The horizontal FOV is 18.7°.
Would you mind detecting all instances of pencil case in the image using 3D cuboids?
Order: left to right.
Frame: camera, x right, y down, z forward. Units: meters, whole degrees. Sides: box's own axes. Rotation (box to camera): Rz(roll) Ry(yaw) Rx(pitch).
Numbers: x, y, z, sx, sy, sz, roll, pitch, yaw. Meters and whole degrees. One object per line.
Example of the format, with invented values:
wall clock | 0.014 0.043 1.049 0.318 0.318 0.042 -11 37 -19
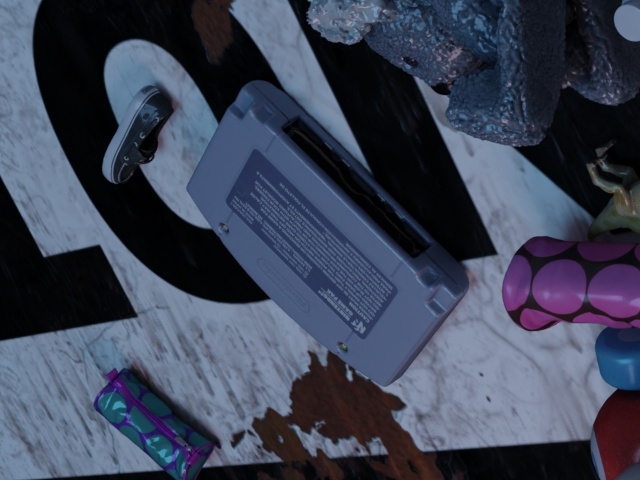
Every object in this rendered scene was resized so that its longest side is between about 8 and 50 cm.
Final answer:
pencil case | -0.193 0.216 2.261 0.152 0.064 0.070 38 155 16
pencil case | 0.265 0.047 1.653 0.209 0.095 0.098 7 138 37

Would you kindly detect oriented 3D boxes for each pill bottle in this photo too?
pill bottle | 0.260 -0.184 1.495 0.043 0.083 0.043 25 133 30

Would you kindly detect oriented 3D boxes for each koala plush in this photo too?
koala plush | 0.118 -0.193 1.563 0.221 0.196 0.203 5 110 43

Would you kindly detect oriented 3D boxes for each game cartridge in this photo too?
game cartridge | 0.000 0.000 1.918 0.294 0.060 0.196 45 137 10

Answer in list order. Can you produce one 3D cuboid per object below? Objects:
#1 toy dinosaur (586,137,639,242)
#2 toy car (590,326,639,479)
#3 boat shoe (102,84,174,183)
toy dinosaur | 0.260 -0.037 1.631 0.183 0.053 0.092 -24 102 50
toy car | 0.288 0.219 1.648 0.210 0.238 0.219 8 123 41
boat shoe | -0.191 -0.102 2.033 0.040 0.049 0.142 42 138 13
